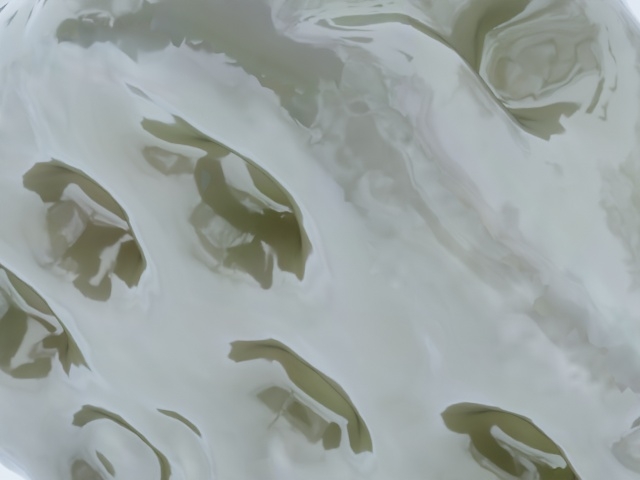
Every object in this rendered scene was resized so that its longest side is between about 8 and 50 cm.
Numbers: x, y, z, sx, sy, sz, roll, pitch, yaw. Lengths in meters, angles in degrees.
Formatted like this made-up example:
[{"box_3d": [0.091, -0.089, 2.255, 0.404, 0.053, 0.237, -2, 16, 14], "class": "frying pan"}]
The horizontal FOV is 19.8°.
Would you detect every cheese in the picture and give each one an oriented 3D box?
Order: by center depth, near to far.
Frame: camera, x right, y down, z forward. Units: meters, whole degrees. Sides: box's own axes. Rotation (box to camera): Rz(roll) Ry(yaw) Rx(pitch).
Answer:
[{"box_3d": [0.000, 0.000, 0.445, 0.235, 0.218, 0.117, 27, 50, 10], "class": "cheese"}]
